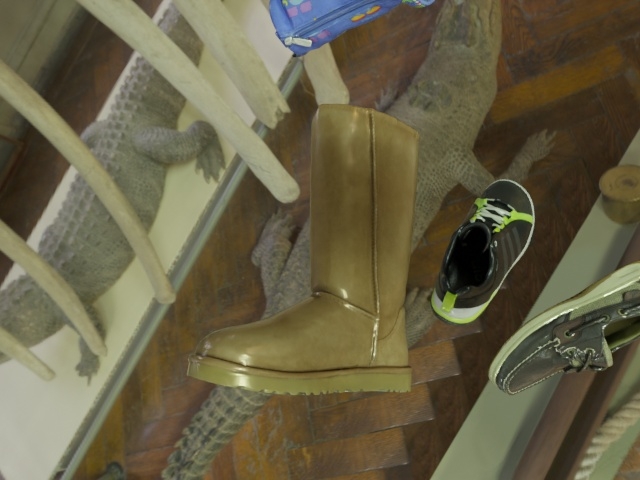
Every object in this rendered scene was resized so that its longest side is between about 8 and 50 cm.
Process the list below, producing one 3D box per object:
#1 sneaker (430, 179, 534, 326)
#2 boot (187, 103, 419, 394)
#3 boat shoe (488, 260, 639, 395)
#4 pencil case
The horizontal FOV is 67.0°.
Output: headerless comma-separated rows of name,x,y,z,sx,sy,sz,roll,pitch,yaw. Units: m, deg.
sneaker,0.208,0.001,0.595,0.084,0.097,0.234,20,62,23
boot,0.000,0.000,0.453,0.089,0.236,0.269,-10,72,47
boat shoe,0.200,0.073,0.366,0.152,0.056,0.049,-38,40,7
pencil case,0.045,-0.408,0.812,0.306,0.119,0.133,-4,59,40
